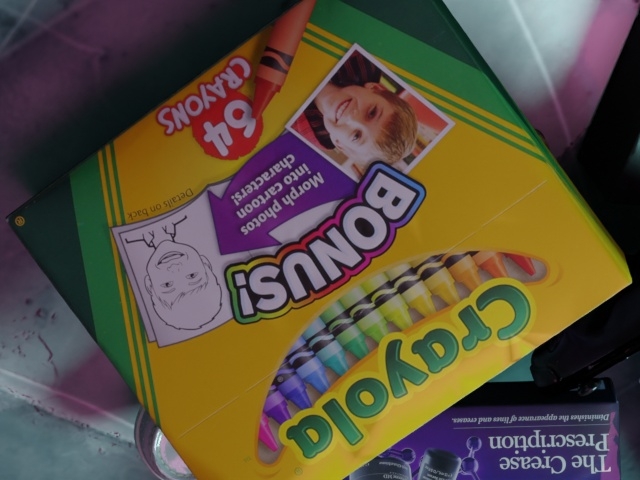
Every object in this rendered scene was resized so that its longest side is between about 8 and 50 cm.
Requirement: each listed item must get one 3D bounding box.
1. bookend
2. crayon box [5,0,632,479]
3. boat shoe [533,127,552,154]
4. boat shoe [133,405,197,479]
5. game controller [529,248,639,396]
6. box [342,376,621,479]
[{"bbox_3d":[0.323,-0.108,1.594,0.156,0.072,0.157,4,125,-22],"label":"bookend"},{"bbox_3d":[0.000,0.000,1.447,0.363,0.106,0.313,-35,94,11],"label":"crayon box"},{"bbox_3d":[0.180,-0.011,1.630,0.064,0.060,0.178,-14,130,-8],"label":"boat shoe"},{"bbox_3d":[-0.023,0.103,1.600,0.320,0.103,0.118,-33,102,5],"label":"boat shoe"},{"bbox_3d":[0.266,0.046,1.565,0.166,0.319,0.067,-23,96,19],"label":"game controller"},{"bbox_3d":[0.136,0.225,1.680,0.261,0.103,0.184,-3,99,5],"label":"box"}]
